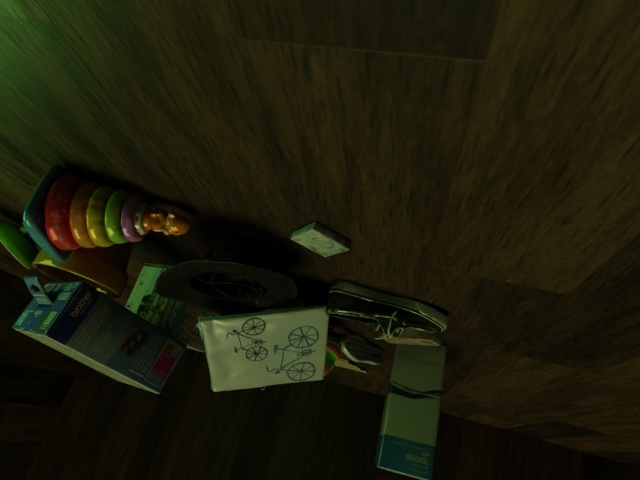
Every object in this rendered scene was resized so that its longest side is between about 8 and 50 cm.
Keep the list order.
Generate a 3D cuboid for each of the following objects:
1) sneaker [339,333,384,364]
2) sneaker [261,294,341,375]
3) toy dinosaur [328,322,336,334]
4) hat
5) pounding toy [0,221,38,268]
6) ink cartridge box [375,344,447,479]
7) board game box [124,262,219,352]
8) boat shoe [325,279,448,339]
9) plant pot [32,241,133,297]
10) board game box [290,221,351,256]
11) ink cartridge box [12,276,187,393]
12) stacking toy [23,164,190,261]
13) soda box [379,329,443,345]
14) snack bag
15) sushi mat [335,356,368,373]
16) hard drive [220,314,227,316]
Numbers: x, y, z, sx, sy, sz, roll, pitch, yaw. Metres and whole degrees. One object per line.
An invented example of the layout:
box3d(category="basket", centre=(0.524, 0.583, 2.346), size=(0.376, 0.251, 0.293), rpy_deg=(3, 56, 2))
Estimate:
box3d(category="sneaker", centre=(0.136, 0.416, 1.582), size=(0.091, 0.094, 0.258), rpy_deg=(-9, 146, 38))
box3d(category="sneaker", centre=(-0.115, 0.280, 1.335), size=(0.202, 0.185, 0.483), rpy_deg=(16, 151, 42))
box3d(category="toy dinosaur", centre=(0.011, 0.315, 1.478), size=(0.047, 0.090, 0.082), rpy_deg=(28, 116, -20))
box3d(category="hat", centre=(-0.217, 0.067, 1.003), size=(0.331, 0.134, 0.331), rpy_deg=(-1, 153, 0))
box3d(category="pounding toy", centre=(-0.984, -0.030, 1.386), size=(0.237, 0.110, 0.183), rpy_deg=(58, 155, -14))
box3d(category="ink cartridge box", centre=(0.294, 0.544, 1.386), size=(0.166, 0.395, 0.285), rpy_deg=(10, 156, 11))
box3d(category="board game box", centre=(-0.483, 0.214, 1.386), size=(0.291, 0.232, 0.141), rpy_deg=(3, 154, 31))
box3d(category="boat shoe", centre=(0.163, 0.192, 1.052), size=(0.306, 0.105, 0.113), rpy_deg=(19, 157, -4))
box3d(category="plant pot", centre=(-0.562, 0.018, 1.058), size=(0.205, 0.188, 0.205), rpy_deg=(14, 156, 6))
box3d(category="board game box", centre=(0.000, 0.000, 0.844), size=(0.090, 0.020, 0.090), rpy_deg=(28, 155, -25))
box3d(category="ink cartridge box", centre=(-0.593, 0.236, 1.098), size=(0.270, 0.151, 0.395), rpy_deg=(-5, 141, 41))
box3d(category="stacking toy", centre=(-0.426, -0.050, 0.895), size=(0.301, 0.166, 0.175), rpy_deg=(4, 144, 0))
box3d(category="soda box", centre=(0.253, 0.255, 1.184), size=(0.058, 0.063, 0.183), rpy_deg=(32, 153, -31))
box3d(category="snack bag", centre=(-0.147, 0.300, 1.154), size=(0.342, 0.037, 0.323), rpy_deg=(-5, 129, -10))
box3d(category="sushi mat", centre=(0.028, 0.471, 1.668), size=(0.316, 0.019, 0.151), rpy_deg=(-2, 150, 43))
box3d(category="hard drive", centre=(-0.433, 0.271, 1.627), size=(0.254, 0.054, 0.172), rpy_deg=(-4, 148, 45))
